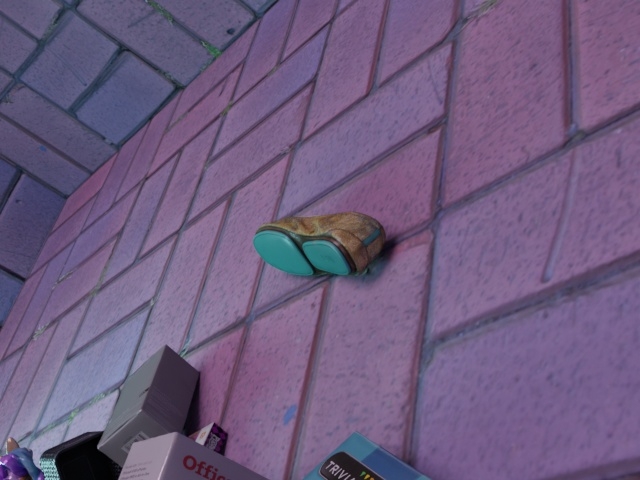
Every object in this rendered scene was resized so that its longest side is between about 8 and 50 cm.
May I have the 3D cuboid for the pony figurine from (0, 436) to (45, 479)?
[{"bbox_3d":[-0.425,0.486,1.110,0.302,0.364,0.351,-20,5,11],"label":"pony figurine"}]

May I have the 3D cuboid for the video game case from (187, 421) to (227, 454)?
[{"bbox_3d":[-0.277,0.437,1.393,0.232,0.042,0.210,-34,19,31],"label":"video game case"}]

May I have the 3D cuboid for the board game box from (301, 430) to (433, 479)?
[{"bbox_3d":[-0.015,0.375,0.881,0.336,0.079,0.253,-39,16,-16],"label":"board game box"}]

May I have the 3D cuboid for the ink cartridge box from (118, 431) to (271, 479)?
[{"bbox_3d":[-0.184,0.443,1.075,0.129,0.223,0.308,-26,38,45],"label":"ink cartridge box"}]

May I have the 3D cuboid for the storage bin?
[{"bbox_3d":[-0.426,0.455,1.507,0.122,0.180,0.084,-20,1,-40],"label":"storage bin"}]

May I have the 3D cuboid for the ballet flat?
[{"bbox_3d":[0.000,0.000,1.450,0.348,0.123,0.123,2,60,61],"label":"ballet flat"}]

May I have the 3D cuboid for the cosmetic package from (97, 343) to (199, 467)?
[{"bbox_3d":[-0.321,0.318,1.548,0.127,0.107,0.238,-42,18,14],"label":"cosmetic package"}]
